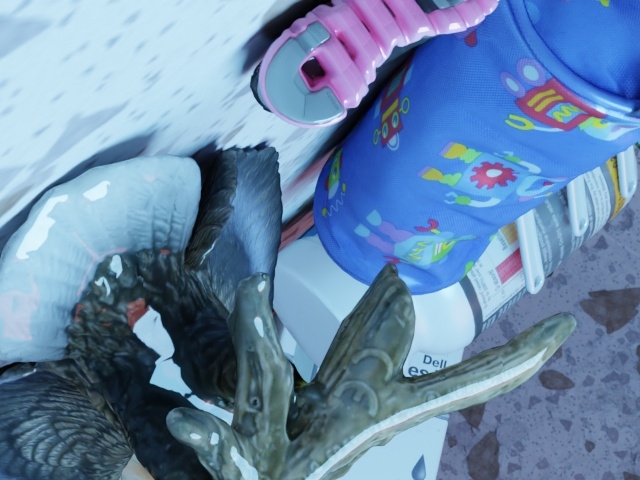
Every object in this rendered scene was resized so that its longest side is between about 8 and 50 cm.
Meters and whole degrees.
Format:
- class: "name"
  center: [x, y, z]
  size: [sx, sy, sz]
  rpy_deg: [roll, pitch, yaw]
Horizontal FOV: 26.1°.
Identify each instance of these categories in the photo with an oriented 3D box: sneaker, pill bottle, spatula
- class: "sneaker"
  center: [0.020, -0.085, 0.538]
  size: [0.119, 0.047, 0.057]
  rpy_deg: [-35, -171, -15]
- class: "pill bottle"
  center: [0.100, -0.012, 1.077]
  size: [0.278, 0.162, 0.162]
  rpy_deg: [-39, 175, -19]
- class: "spatula"
  center: [0.176, -0.089, 0.961]
  size: [0.168, 0.019, 0.242]
  rpy_deg: [-41, 134, -27]

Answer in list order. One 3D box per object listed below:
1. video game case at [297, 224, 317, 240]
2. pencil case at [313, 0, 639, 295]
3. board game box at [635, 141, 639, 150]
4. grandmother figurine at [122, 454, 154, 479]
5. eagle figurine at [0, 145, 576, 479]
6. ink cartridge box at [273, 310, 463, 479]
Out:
- class: "video game case"
  center: [0.000, 0.000, 1.319]
  size: [0.119, 0.015, 0.166]
  rpy_deg: [-43, 174, 24]
- class: "pencil case"
  center: [0.100, -0.067, 0.783]
  size: [0.306, 0.133, 0.119]
  rpy_deg: [133, -33, -61]
- class: "board game box"
  center: [0.267, -0.156, 1.146]
  size: [0.194, 0.194, 0.060]
  rpy_deg: [-22, 167, -26]
- class: "grandmother figurine"
  center: [-0.154, 0.262, 1.295]
  size: [0.208, 0.104, 0.342]
  rpy_deg: [-43, 157, -11]
- class: "eagle figurine"
  center: [-0.070, 0.067, 0.632]
  size: [0.226, 0.225, 0.298]
  rpy_deg: [7, -173, -27]
- class: "ink cartridge box"
  center: [0.028, 0.184, 1.465]
  size: [0.115, 0.198, 0.273]
  rpy_deg: [125, -19, -71]
